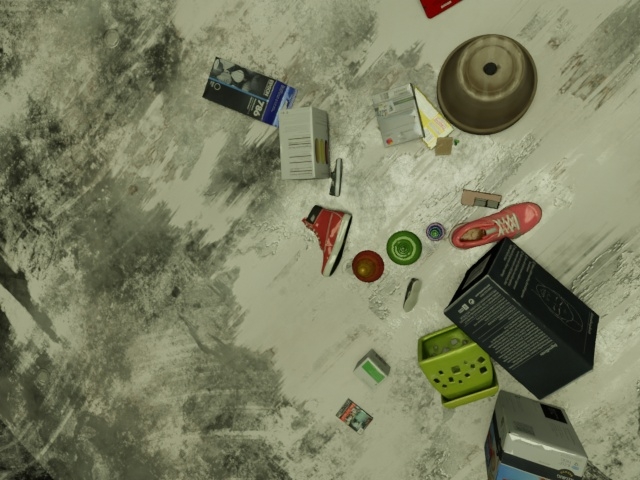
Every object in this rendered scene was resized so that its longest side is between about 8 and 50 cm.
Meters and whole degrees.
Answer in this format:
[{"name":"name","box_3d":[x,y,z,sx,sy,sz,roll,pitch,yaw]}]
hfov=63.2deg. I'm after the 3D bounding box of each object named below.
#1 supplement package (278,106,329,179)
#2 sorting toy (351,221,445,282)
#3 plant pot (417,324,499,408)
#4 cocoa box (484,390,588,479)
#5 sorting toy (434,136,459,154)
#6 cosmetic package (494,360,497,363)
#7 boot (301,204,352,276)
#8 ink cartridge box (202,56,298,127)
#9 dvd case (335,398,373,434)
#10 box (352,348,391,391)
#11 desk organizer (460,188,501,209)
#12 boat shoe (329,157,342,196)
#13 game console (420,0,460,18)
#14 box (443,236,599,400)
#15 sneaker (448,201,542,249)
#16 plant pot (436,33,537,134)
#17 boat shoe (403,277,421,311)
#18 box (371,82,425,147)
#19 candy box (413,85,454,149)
[{"name":"supplement package","box_3d":[-0.056,-0.339,1.855,0.134,0.139,0.244,0,96,25]},{"name":"sorting toy","box_3d":[0.265,0.043,1.823,0.366,0.126,0.127,-28,88,16]},{"name":"plant pot","box_3d":[0.472,0.421,1.758,0.227,0.228,0.207,-24,95,14]},{"name":"cocoa box","box_3d":[0.668,0.675,1.662,0.232,0.347,0.227,14,99,13]},{"name":"sorting toy","box_3d":[0.437,-0.326,1.794,0.083,0.012,0.062,-2,118,-5]},{"name":"cosmetic package","box_3d":[0.665,0.407,1.796,0.115,0.041,0.060,16,99,12]},{"name":"boot","box_3d":[0.000,0.000,1.909,0.176,0.088,0.244,16,91,13]},{"name":"ink cartridge box","box_3d":[-0.264,-0.548,1.936,0.333,0.065,0.165,23,100,10]},{"name":"dvd case","box_3d":[0.128,0.668,1.971,0.119,0.013,0.087,36,102,10]},{"name":"box","box_3d":[0.187,0.470,1.892,0.101,0.102,0.087,44,105,6]},{"name":"desk organizer","box_3d":[0.547,-0.140,1.775,0.130,0.047,0.050,11,100,13]},{"name":"boat shoe","box_3d":[0.055,-0.230,1.891,0.040,0.049,0.142,6,99,14]},{"name":"game console","box_3d":[0.400,-0.849,1.765,0.144,0.085,0.124,-26,119,16]},{"name":"box","box_3d":[0.633,0.233,1.630,0.395,0.293,0.212,42,128,7]},{"name":"sneaker","box_3d":[0.584,-0.035,1.728,0.314,0.136,0.115,-21,91,15]},{"name":"plant pot","box_3d":[0.521,-0.505,1.630,0.323,0.280,0.323,2,96,15]},{"name":"boat shoe","box_3d":[0.322,0.195,1.866,0.046,0.038,0.125,7,106,-28]},{"name":"box","box_3d":[0.268,-0.430,1.800,0.145,0.038,0.186,-13,97,27]},{"name":"candy box","box_3d":[0.357,-0.425,1.806,0.105,0.027,0.206,-41,85,14]}]
